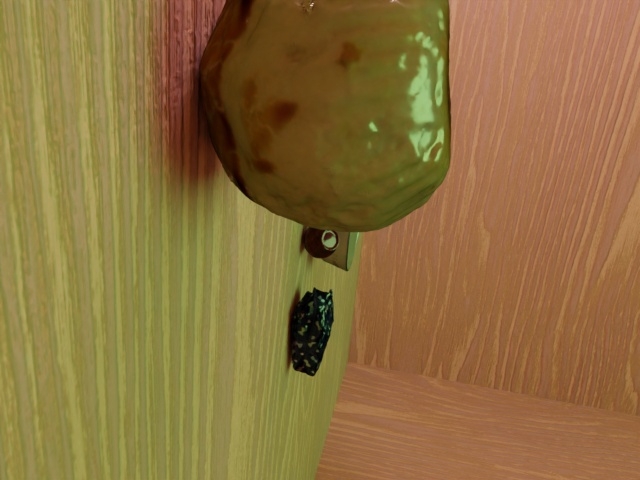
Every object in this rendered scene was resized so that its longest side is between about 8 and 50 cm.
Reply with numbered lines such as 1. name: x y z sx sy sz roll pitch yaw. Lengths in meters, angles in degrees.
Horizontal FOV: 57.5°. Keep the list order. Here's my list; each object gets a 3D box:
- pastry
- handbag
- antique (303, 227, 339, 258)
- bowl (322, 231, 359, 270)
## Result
1. pastry: 0.010 -0.199 0.748 0.388 0.313 0.388 -3 90 -80
2. handbag: -0.023 0.256 1.664 0.162 0.113 0.260 -61 160 -49
3. antique: 0.000 0.000 1.604 0.104 0.104 0.104 9 90 -81
4. bowl: 0.046 -0.031 1.766 0.238 0.126 0.238 9 90 -82
